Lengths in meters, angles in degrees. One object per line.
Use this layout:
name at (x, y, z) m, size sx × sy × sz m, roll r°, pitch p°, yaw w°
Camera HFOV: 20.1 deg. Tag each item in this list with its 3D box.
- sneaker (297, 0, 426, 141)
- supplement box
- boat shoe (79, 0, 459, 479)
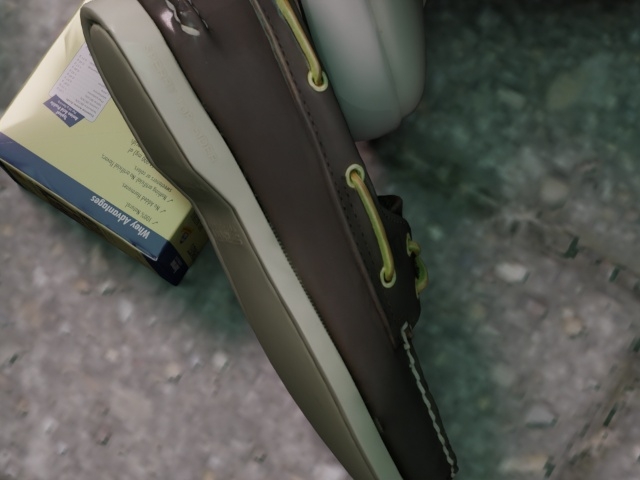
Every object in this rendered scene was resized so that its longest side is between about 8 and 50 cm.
sneaker at (0.038, -0.183, 0.695) m, size 0.123 × 0.106 × 0.290 m, roll -5°, pitch 77°, yaw 5°
supplement box at (-0.070, -0.042, 0.698) m, size 0.083 × 0.056 × 0.083 m, roll 33°, pitch 82°, yaw 9°
boat shoe at (0.000, 0.000, 0.642) m, size 0.068 × 0.081 × 0.228 m, roll -34°, pitch 111°, yaw -14°
